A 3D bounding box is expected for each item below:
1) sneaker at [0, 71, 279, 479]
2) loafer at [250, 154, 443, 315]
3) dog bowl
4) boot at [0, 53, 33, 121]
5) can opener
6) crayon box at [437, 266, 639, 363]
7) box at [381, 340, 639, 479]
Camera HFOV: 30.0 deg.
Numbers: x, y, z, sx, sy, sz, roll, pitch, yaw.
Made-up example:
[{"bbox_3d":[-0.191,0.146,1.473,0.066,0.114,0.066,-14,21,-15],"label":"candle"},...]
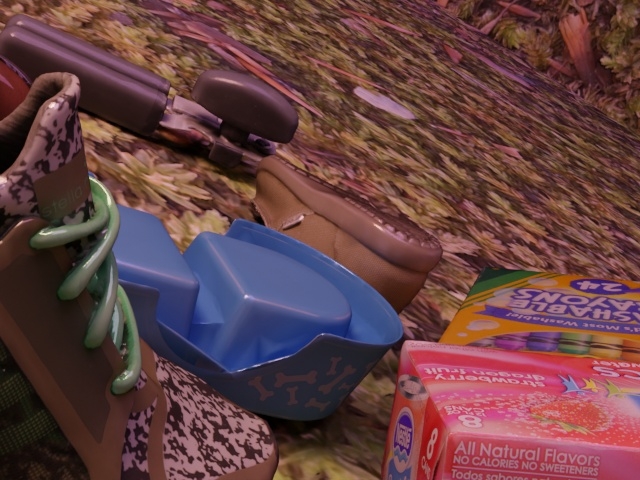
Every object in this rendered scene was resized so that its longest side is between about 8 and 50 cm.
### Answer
[{"bbox_3d":[-0.139,0.019,0.534,0.410,0.182,0.158,33,16,-40],"label":"sneaker"},{"bbox_3d":[0.000,0.000,0.969,0.102,0.092,0.268,25,4,-24],"label":"loafer"},{"bbox_3d":[-0.089,0.036,0.762,0.297,0.074,0.166,18,18,-31],"label":"dog bowl"},{"bbox_3d":[-0.295,-0.081,0.688,0.264,0.096,0.280,21,12,-18],"label":"boot"},{"bbox_3d":[-0.160,-0.144,1.106,0.280,0.093,0.074,20,22,-12],"label":"can opener"},{"bbox_3d":[0.192,0.103,0.865,0.203,0.083,0.323,5,15,15],"label":"crayon box"},{"bbox_3d":[0.186,0.151,0.609,0.300,0.142,0.154,6,11,-5],"label":"box"}]
